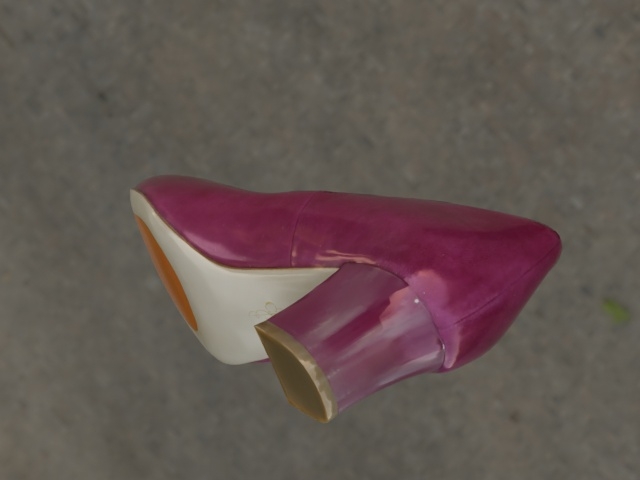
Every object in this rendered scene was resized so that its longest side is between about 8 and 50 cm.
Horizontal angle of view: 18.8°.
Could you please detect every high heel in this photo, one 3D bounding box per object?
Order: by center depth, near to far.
[{"bbox_3d":[0.000,0.000,0.833,0.244,0.117,0.082,26,142,65],"label":"high heel"}]
